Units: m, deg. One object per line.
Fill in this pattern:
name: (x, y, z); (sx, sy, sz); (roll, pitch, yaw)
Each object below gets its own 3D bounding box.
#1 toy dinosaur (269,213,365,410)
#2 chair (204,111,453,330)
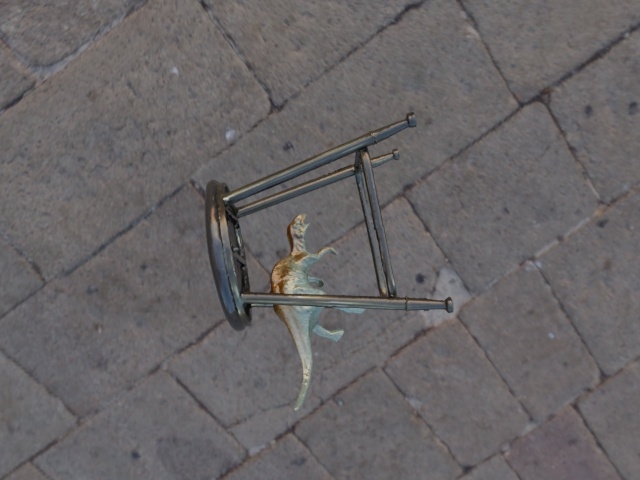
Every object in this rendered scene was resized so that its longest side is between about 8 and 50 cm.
toy dinosaur: (-0.019, 0.147, 1.526); (0.206, 0.092, 0.392); (26, 63, -20)
chair: (0.000, 0.000, 1.529); (0.410, 0.364, 0.361); (-11, 86, -1)
